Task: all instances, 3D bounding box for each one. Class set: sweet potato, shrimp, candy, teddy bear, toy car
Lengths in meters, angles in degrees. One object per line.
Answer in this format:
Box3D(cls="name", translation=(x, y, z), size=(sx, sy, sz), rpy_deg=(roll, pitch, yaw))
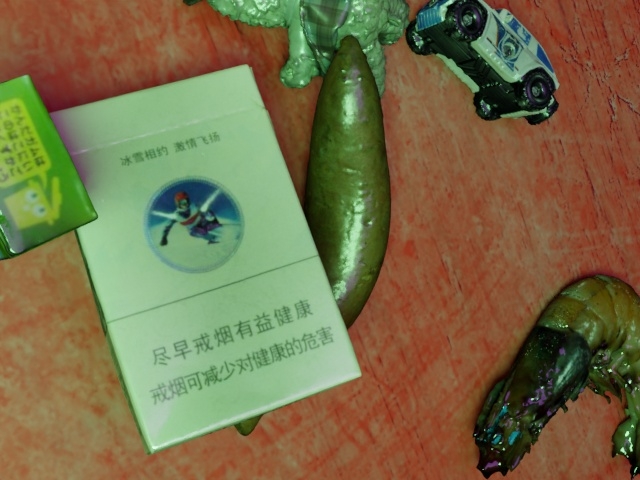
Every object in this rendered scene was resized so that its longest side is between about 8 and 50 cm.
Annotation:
Box3D(cls="sweet potato", translation=(0.005, 0.005, 0.763), size=(0.108, 0.079, 0.346), rpy_deg=(13, 95, -36))
Box3D(cls="shrimp", translation=(0.274, 0.178, 0.921), size=(0.290, 0.054, 0.222), rpy_deg=(-39, 107, -28))
Box3D(cls="candy", translation=(-0.216, -0.039, 0.576), size=(0.062, 0.194, 0.097), rpy_deg=(-30, 102, -27))
Box3D(cls="teddy bear", translation=(-0.005, -0.197, 0.746), size=(0.213, 0.111, 0.133), rpy_deg=(22, 75, -28))
Box3D(cls="toy car", translation=(0.168, -0.178, 0.858), size=(0.171, 0.080, 0.070), rpy_deg=(38, 71, -22))

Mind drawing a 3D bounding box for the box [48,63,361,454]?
Box3D(cls="box", translation=(-0.092, 0.011, 0.662), size=(0.164, 0.069, 0.256), rpy_deg=(-17, 80, -17))
